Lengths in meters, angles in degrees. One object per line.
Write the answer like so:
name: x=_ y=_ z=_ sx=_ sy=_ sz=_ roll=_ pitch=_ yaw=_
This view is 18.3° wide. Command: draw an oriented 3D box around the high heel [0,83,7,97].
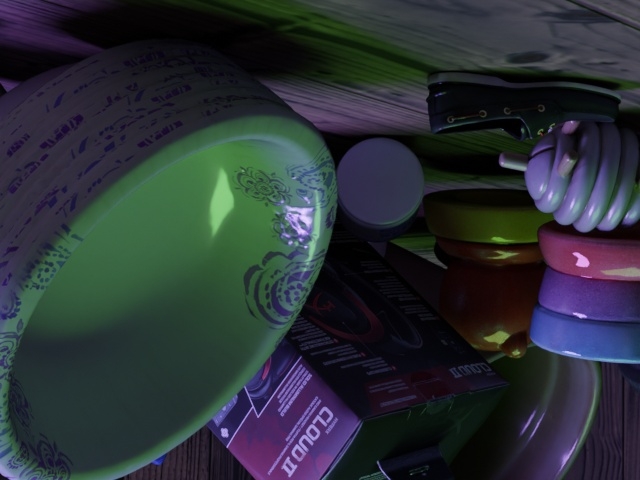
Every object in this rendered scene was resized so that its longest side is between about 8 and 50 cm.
high heel: x=-0.274 y=-0.032 z=1.281 sx=0.186 sy=0.093 sz=0.261 roll=-34 pitch=158 yaw=-1

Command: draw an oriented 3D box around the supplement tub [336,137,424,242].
supplement tub: x=0.045 y=-0.038 z=1.556 sx=0.071 sy=0.071 sz=0.107 roll=1 pitch=174 yaw=1

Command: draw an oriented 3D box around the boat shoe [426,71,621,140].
boat shoe: x=0.134 y=-0.085 z=1.308 sx=0.133 sy=0.042 sz=0.049 roll=2 pitch=171 yaw=-14

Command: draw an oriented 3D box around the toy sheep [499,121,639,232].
toy sheep: x=0.193 y=-0.048 z=1.423 sx=0.132 sy=0.091 sz=0.091 roll=16 pitch=171 yaw=-4

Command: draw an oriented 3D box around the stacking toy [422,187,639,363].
stacking toy: x=0.250 y=0.038 z=1.579 sx=0.279 sy=0.130 sz=0.309 roll=-2 pitch=-170 yaw=-21

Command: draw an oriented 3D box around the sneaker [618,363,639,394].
sneaker: x=0.429 y=0.084 z=2.191 sx=0.202 sy=0.185 sz=0.483 roll=21 pitch=166 yaw=-8

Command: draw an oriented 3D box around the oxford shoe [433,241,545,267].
oxford shoe: x=0.163 y=0.010 z=1.914 sx=0.076 sy=0.076 sz=0.212 roll=12 pitch=170 yaw=-14

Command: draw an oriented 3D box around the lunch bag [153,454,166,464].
lunch bag: x=-0.303 y=0.103 z=1.858 sx=0.293 sy=0.138 sz=0.221 roll=-1 pitch=151 yaw=34

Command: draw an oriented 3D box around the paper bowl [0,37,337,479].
paper bowl: x=-0.136 y=0.003 z=1.238 sx=0.148 sy=0.284 sz=0.284 roll=40 pitch=-166 yaw=30

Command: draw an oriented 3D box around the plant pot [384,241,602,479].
plant pot: x=0.064 y=0.138 z=1.937 sx=0.323 sy=0.323 sz=0.280 roll=11 pitch=-152 yaw=-51

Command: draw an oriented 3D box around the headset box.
headset box: x=-0.008 y=0.085 z=1.561 sx=0.293 sy=0.110 sz=0.218 roll=45 pitch=-153 yaw=23

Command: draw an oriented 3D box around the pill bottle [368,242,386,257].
pill bottle: x=0.000 y=0.000 z=1.873 sx=0.116 sy=0.065 sz=0.065 roll=-2 pitch=172 yaw=23
